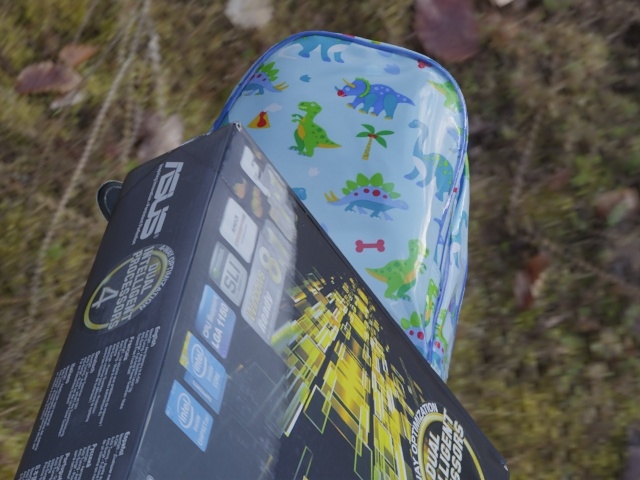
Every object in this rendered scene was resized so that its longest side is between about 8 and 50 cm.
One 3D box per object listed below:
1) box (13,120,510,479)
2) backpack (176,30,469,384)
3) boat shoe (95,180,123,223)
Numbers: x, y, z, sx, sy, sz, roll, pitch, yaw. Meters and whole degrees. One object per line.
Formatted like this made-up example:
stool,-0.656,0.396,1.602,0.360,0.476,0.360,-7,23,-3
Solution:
box,-0.023,0.176,0.973,0.318,0.097,0.395,50,31,-27
backpack,0.000,0.000,1.525,0.290,0.273,0.355,14,37,12
boat shoe,-0.160,-0.006,1.757,0.049,0.042,0.133,-44,104,-7
